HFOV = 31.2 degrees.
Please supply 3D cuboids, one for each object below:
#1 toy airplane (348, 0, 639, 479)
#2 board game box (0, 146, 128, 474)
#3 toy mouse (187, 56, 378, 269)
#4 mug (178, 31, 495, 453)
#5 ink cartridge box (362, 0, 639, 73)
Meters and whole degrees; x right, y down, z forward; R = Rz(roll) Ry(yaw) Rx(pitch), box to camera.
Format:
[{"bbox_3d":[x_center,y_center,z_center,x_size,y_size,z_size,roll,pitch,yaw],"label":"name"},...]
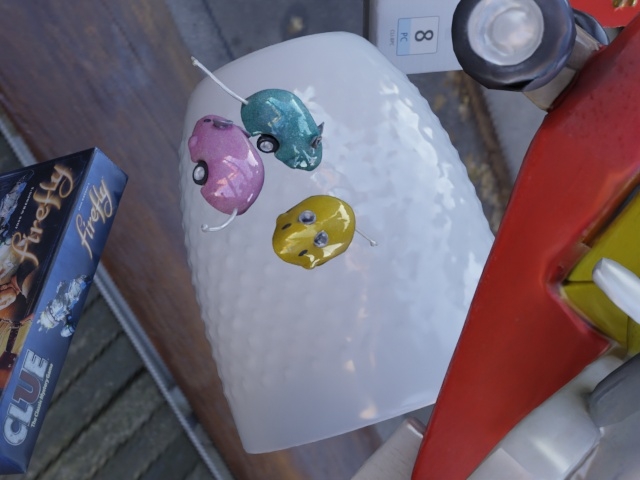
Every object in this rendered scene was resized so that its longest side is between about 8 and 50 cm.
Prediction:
[{"bbox_3d":[0.162,0.076,0.596,0.386,0.272,0.384,-55,156,-33],"label":"toy airplane"},{"bbox_3d":[-0.245,0.053,0.833,0.042,0.165,0.243,47,44,-41],"label":"board game box"},{"bbox_3d":[-0.030,-0.052,0.655,0.161,0.031,0.143,-18,78,-56],"label":"toy mouse"},{"bbox_3d":[0.000,0.000,1.095,0.276,0.374,0.328,-17,86,-14],"label":"mug"},{"bbox_3d":[0.243,-0.357,1.339,0.385,0.091,0.308,-5,127,-6],"label":"ink cartridge box"}]
